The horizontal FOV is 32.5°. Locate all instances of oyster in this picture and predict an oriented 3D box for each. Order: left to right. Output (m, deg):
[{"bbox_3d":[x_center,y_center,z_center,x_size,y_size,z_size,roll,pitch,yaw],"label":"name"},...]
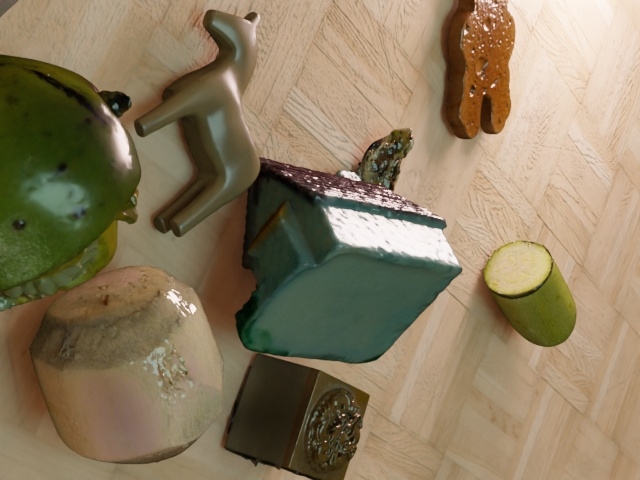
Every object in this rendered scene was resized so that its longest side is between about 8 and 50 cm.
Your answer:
[{"bbox_3d":[0.089,-0.099,1.681,0.108,0.053,0.166,8,100,-41],"label":"oyster"}]

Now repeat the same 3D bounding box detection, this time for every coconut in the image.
[{"bbox_3d":[-0.210,0.154,1.258,0.224,0.224,0.234,-36,113,-40],"label":"coconut"}]

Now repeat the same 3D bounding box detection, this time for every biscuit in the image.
[{"bbox_3d":[0.270,-0.320,1.849,0.186,0.044,0.295,-14,111,-52],"label":"biscuit"}]

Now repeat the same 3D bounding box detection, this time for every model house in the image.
[{"bbox_3d":[0.000,0.000,1.519,0.280,0.249,0.230,13,129,-40],"label":"model house"}]

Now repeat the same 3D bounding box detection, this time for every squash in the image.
[{"bbox_3d":[0.403,0.118,2.046,0.132,0.132,0.247,-59,137,-22],"label":"squash"}]

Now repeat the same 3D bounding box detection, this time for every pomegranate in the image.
[{"bbox_3d":[-0.331,-0.043,1.050,0.340,0.260,0.260,-29,124,-15],"label":"pomegranate"}]

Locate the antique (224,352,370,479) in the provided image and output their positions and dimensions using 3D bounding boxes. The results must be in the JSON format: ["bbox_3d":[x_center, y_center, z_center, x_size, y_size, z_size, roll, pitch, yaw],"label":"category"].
[{"bbox_3d":[-0.027,0.259,1.554,0.146,0.148,0.152,33,71,-51],"label":"antique"}]

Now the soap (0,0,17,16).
[{"bbox_3d":[-0.396,-0.253,0.951,0.138,0.182,0.199,-51,133,-29],"label":"soap"}]

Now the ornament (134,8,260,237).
[{"bbox_3d":[-0.139,-0.160,1.380,0.245,0.061,0.230,-40,126,-36],"label":"ornament"}]
